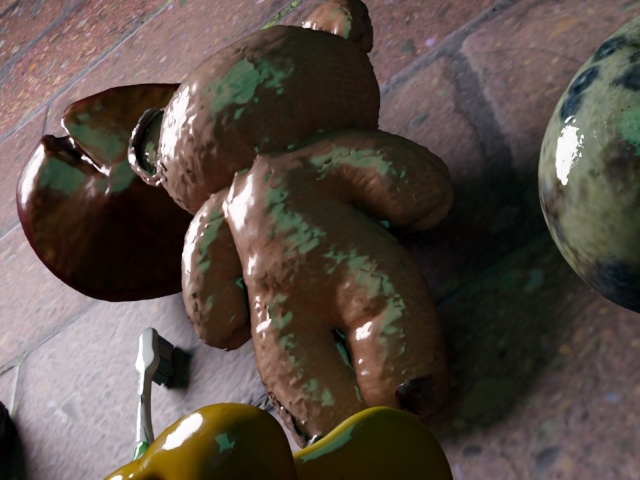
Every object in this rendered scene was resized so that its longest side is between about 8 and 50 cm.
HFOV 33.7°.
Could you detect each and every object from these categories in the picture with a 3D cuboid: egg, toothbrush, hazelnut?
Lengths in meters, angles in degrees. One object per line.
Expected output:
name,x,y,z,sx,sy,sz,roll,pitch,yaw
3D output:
egg,0.184,-0.046,0.501,0.182,0.141,0.141,-50,32,-21
toothbrush,-0.118,0.173,0.716,0.030,0.030,0.304,-33,35,21
hazelnut,-0.137,-0.039,0.856,0.204,0.178,0.178,-40,33,2

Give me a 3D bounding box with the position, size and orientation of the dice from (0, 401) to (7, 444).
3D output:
dice,-0.398,0.166,0.906,0.182,0.183,0.181,5,60,54

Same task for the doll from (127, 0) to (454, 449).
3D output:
doll,0.000,0.000,0.701,0.201,0.156,0.303,-28,65,14

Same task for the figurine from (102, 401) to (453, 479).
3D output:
figurine,-0.017,0.169,0.469,0.215,0.215,0.228,-43,19,6
